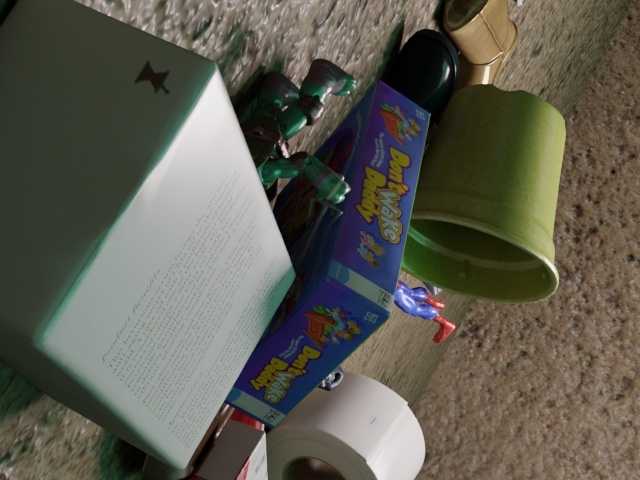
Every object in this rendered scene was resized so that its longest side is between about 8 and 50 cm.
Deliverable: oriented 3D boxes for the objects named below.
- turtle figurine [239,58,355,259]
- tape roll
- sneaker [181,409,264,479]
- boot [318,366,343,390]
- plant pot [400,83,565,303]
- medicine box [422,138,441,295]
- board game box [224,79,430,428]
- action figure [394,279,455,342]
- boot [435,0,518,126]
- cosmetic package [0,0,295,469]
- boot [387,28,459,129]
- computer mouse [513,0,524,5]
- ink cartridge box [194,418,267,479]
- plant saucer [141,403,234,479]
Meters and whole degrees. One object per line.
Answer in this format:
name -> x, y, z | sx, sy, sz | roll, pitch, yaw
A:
turtle figurine -> -0.053, -0.079, 1.373 | 0.118, 0.175, 0.234 | 58, 47, -47
tape roll -> 0.032, 0.366, 2.215 | 0.169, 0.246, 0.246 | -45, 157, -50
sneaker -> -0.144, 0.312, 1.785 | 0.128, 0.087, 0.221 | 91, 25, -86
boot -> -0.018, 0.193, 2.059 | 0.069, 0.086, 0.190 | -64, 166, 2
plant pot -> 0.245, -0.079, 1.946 | 0.276, 0.276, 0.254 | 80, 28, -66
medicine box -> 0.238, -0.073, 2.209 | 0.263, 0.149, 0.289 | -39, 162, -4
board game box -> 0.007, 0.010, 1.490 | 0.233, 0.078, 0.347 | -47, -161, 39
action figure -> 0.100, 0.108, 2.252 | 0.139, 0.091, 0.280 | -38, 136, 12
boot -> 0.232, -0.305, 2.120 | 0.236, 0.089, 0.269 | -66, 163, -4
cosmetic package -> -0.166, 0.018, 1.090 | 0.230, 0.161, 0.453 | -60, 165, -15
boot -> 0.101, -0.154, 1.868 | 0.207, 0.094, 0.247 | -53, 168, -50
computer mouse -> 0.341, -0.487, 2.265 | 0.193, 0.042, 0.106 | 91, 23, -47
ink cartridge box -> -0.113, 0.314, 1.705 | 0.135, 0.056, 0.099 | 90, 24, -43
plant saucer -> -0.125, 0.173, 1.642 | 0.311, 0.050, 0.310 | -62, 175, -9
